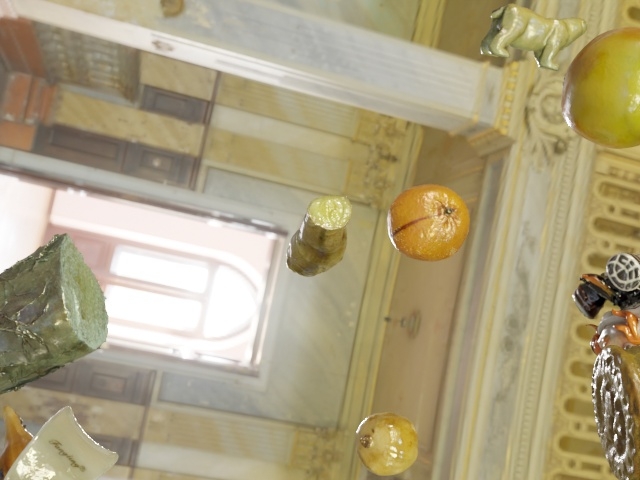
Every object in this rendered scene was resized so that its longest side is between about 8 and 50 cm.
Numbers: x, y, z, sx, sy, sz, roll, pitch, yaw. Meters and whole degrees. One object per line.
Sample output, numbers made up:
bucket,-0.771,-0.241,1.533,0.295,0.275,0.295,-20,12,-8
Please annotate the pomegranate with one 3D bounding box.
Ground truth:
pomegranate,0.187,0.590,2.249,0.196,0.196,0.196,-167,-90,-77

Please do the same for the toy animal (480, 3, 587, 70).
toy animal,0.375,-0.354,1.340,0.103,0.218,0.101,-138,-122,-63

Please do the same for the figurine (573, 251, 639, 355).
figurine,0.663,0.190,1.564,0.320,0.196,0.323,97,-27,-71

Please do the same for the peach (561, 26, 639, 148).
peach,0.565,-0.283,1.448,0.231,0.231,0.231,-167,-90,-77

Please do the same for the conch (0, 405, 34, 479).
conch,-0.727,0.518,1.835,0.109,0.093,0.330,-51,-127,20

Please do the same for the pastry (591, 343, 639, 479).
pastry,0.500,0.265,1.148,0.240,0.132,0.235,78,6,-56

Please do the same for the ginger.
ginger,0.000,0.000,1.690,0.116,0.109,0.263,56,-28,19

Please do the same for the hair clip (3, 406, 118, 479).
hair clip,-0.567,0.484,1.642,0.282,0.172,0.113,-44,180,-45

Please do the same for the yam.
yam,-0.510,0.147,1.296,0.202,0.271,0.201,67,5,-46

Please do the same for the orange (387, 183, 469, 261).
orange,0.251,-0.043,1.783,0.161,0.193,0.193,113,-15,-64
